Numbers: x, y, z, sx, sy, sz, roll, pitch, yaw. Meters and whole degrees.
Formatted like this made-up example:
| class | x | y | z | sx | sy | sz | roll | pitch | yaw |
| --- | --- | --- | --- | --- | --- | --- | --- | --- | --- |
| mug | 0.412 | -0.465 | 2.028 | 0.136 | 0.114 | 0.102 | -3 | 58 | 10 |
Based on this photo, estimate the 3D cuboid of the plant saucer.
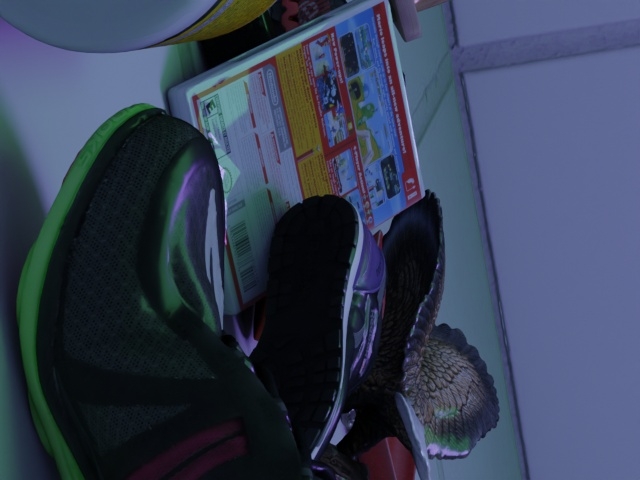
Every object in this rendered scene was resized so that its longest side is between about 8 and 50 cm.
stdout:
| class | x | y | z | sx | sy | sz | roll | pitch | yaw |
| --- | --- | --- | --- | --- | --- | --- | --- | --- | --- |
| plant saucer | 0.064 | 0.158 | 2.304 | 0.259 | 0.047 | 0.258 | -77 | 156 | -61 |

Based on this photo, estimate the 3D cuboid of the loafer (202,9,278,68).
| class | x | y | z | sx | sy | sz | roll | pitch | yaw |
| --- | --- | --- | --- | --- | --- | --- | --- | --- | --- |
| loafer | -0.056 | -0.146 | 1.815 | 0.078 | 0.080 | 0.220 | -63 | 143 | -71 |

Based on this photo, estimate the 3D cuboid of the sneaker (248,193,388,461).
| class | x | y | z | sx | sy | sz | roll | pitch | yaw |
| --- | --- | --- | --- | --- | --- | --- | --- | --- | --- |
| sneaker | 0.005 | 0.112 | 1.695 | 0.124 | 0.107 | 0.283 | 48 | 51 | -49 |

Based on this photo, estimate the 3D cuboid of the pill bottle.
| class | x | y | z | sx | sy | sz | roll | pitch | yaw |
| --- | --- | --- | --- | --- | --- | --- | --- | --- | --- |
| pill bottle | -0.108 | -0.222 | 1.322 | 0.334 | 0.188 | 0.188 | -37 | 118 | -78 |

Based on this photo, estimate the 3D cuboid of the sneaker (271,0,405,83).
| class | x | y | z | sx | sy | sz | roll | pitch | yaw |
| --- | --- | --- | --- | --- | --- | --- | --- | --- | --- |
| sneaker | 0.022 | -0.193 | 2.115 | 0.097 | 0.135 | 0.276 | 57 | 25 | -61 |

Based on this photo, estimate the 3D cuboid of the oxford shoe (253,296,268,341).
| class | x | y | z | sx | sy | sz | roll | pitch | yaw |
| --- | --- | --- | --- | --- | --- | --- | --- | --- | --- |
| oxford shoe | 0.000 | 0.000 | 1.884 | 0.097 | 0.098 | 0.271 | 109 | -8 | -47 |

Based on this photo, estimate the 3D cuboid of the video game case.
| class | x | y | z | sx | sy | sz | roll | pitch | yaw |
| --- | --- | --- | --- | --- | --- | --- | --- | --- | --- |
| video game case | -0.014 | -0.082 | 1.766 | 0.285 | 0.025 | 0.204 | -31 | 117 | -44 |

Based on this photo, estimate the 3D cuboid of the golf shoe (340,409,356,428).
| class | x | y | z | sx | sy | sz | roll | pitch | yaw |
| --- | --- | --- | --- | --- | --- | --- | --- | --- | --- |
| golf shoe | 0.013 | 0.114 | 2.085 | 0.086 | 0.069 | 0.176 | -122 | -167 | -51 |

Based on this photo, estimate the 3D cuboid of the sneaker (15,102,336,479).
| class | x | y | z | sx | sy | sz | roll | pitch | yaw |
| --- | --- | --- | --- | --- | --- | --- | --- | --- | --- |
| sneaker | -0.058 | 0.152 | 1.221 | 0.185 | 0.202 | 0.483 | 5 | 77 | -66 |

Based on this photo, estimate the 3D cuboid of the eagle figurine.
| class | x | y | z | sx | sy | sz | roll | pitch | yaw |
| --- | --- | --- | --- | --- | --- | --- | --- | --- | --- |
| eagle figurine | 0.073 | 0.118 | 1.933 | 0.225 | 0.298 | 0.226 | 46 | -31 | 7 |

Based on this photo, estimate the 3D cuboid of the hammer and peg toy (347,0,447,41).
| class | x | y | z | sx | sy | sz | roll | pitch | yaw |
| --- | --- | --- | --- | --- | --- | --- | --- | --- | --- |
| hammer and peg toy | 0.032 | -0.419 | 2.202 | 0.266 | 0.127 | 0.361 | -114 | -175 | -49 |
